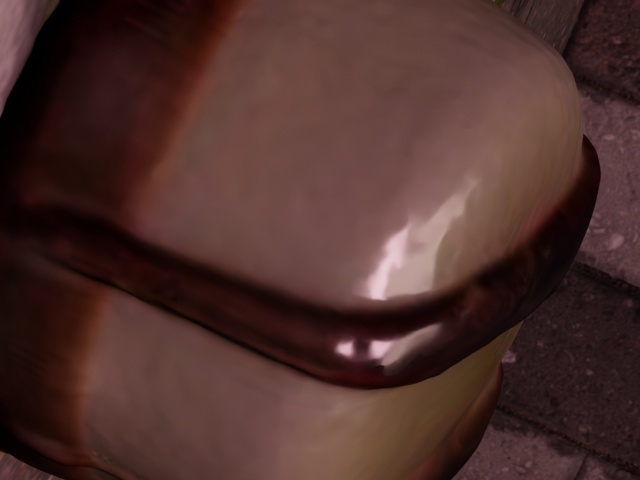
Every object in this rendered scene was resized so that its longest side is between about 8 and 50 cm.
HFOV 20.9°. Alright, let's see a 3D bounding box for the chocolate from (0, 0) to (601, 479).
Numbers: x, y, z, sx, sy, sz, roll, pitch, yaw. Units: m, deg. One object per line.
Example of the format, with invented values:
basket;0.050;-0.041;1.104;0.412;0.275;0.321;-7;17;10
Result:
chocolate;0.000;0.000;0.685;0.283;0.186;0.283;24;90;-81
